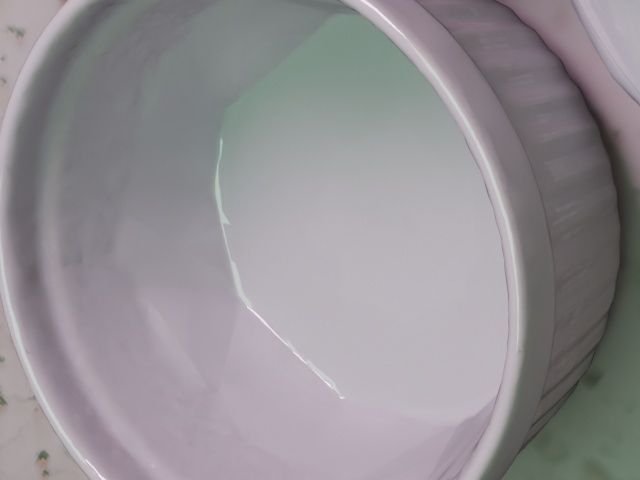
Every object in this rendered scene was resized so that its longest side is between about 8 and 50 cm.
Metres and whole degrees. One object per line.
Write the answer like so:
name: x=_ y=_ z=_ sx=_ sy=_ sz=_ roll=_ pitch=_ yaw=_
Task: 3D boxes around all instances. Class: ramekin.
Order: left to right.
ramekin: x=0.000 y=0.000 z=0.533 sx=0.207 sy=0.109 sz=0.207 roll=9 pitch=107 yaw=33

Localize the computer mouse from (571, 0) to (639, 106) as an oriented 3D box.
computer mouse: x=0.106 y=-0.081 z=0.477 sx=0.193 sy=0.042 sz=0.106 roll=51 pitch=124 yaw=14
